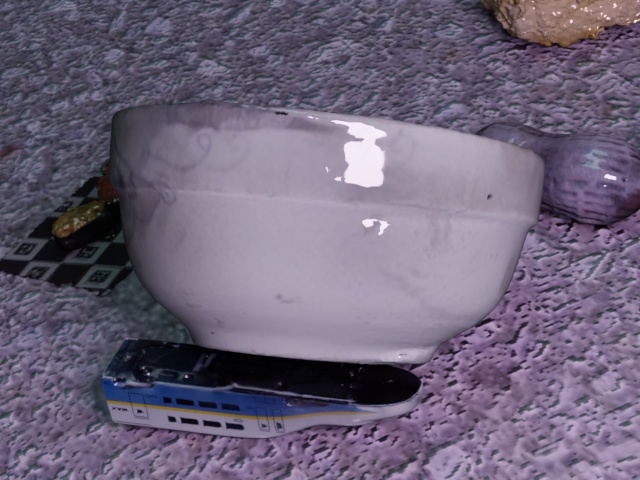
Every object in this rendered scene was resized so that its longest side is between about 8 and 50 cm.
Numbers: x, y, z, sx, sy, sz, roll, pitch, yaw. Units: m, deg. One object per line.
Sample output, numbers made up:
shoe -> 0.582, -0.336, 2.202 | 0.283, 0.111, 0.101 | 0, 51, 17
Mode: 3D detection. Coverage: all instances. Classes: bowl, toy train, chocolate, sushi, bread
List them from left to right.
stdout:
sushi -> -0.183, -0.030, 1.665 | 0.139, 0.031, 0.201 | 9, 40, 33
toy train -> -0.039, 0.111, 1.373 | 0.234, 0.051, 0.052 | 5, 38, 18
bowl -> 0.000, 0.000, 1.356 | 0.307, 0.163, 0.307 | 4, -1, 0
chocolate -> 0.184, -0.053, 1.504 | 0.167, 0.072, 0.072 | 13, 43, 38
bread -> 0.220, -0.275, 1.780 | 0.174, 0.121, 0.245 | -15, 30, 4
